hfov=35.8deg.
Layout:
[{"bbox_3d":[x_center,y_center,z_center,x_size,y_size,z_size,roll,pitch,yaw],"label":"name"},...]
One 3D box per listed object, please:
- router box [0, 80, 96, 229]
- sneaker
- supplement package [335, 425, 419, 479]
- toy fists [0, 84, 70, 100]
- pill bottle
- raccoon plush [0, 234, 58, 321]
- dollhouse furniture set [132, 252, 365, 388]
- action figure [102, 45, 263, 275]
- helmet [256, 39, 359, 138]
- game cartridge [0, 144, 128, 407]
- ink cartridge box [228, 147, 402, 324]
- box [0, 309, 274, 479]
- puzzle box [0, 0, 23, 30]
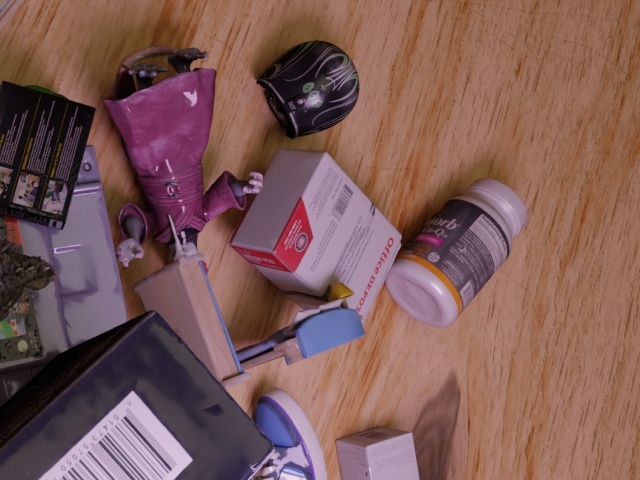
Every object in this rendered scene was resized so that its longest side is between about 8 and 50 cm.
[{"bbox_3d":[-0.397,-0.118,1.370,0.133,0.046,0.178,16,69,-16],"label":"router box"},{"bbox_3d":[-0.112,0.431,1.626,0.236,0.130,0.322,-20,103,-35],"label":"sneaker"},{"bbox_3d":[0.108,0.437,1.779,0.105,0.105,0.179,-10,92,-32],"label":"supplement package"},{"bbox_3d":[-0.438,-0.095,1.477,0.142,0.096,0.279,14,78,-31],"label":"toy fists"},{"bbox_3d":[0.259,0.018,1.864,0.278,0.162,0.162,-46,110,-26],"label":"pill bottle"},{"bbox_3d":[-0.514,-0.053,1.223,0.216,0.299,0.446,-1,68,-63],"label":"raccoon plush"},{"bbox_3d":[-0.135,0.126,1.584,0.303,0.286,0.198,-14,81,-45],"label":"dollhouse furniture set"},{"bbox_3d":[-0.251,-0.103,1.567,0.248,0.276,0.370,-15,114,-27],"label":"action figure"},{"bbox_3d":[-0.011,-0.268,1.722,0.161,0.169,0.169,-33,105,-11],"label":"helmet"},{"bbox_3d":[-0.399,0.053,1.392,0.230,0.068,0.355,-10,86,-28],"label":"game cartridge"},{"bbox_3d":[0.000,0.000,1.686,0.273,0.114,0.197,44,65,-43],"label":"ink cartridge box"},{"bbox_3d":[-0.289,0.276,1.142,0.212,0.395,0.293,51,60,-10],"label":"box"},{"bbox_3d":[-0.625,-0.424,1.404,0.409,0.052,0.272,38,68,-24],"label":"puzzle box"}]
